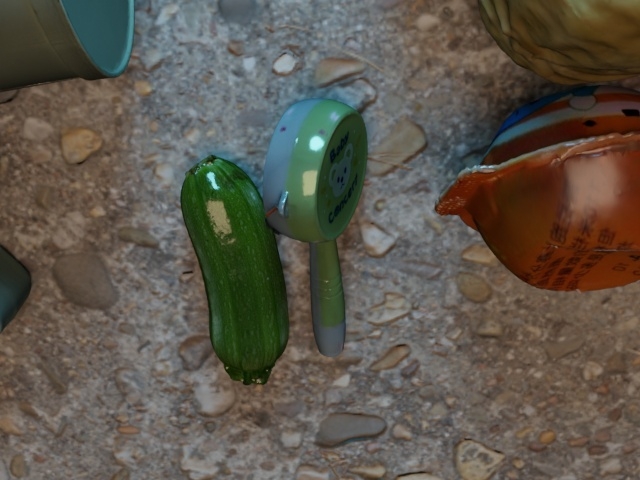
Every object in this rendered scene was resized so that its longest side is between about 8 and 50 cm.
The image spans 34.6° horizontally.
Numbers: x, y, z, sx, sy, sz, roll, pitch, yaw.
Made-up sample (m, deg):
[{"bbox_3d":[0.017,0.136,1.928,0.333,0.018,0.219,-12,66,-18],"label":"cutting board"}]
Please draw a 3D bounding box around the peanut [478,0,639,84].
[{"bbox_3d":[0.228,-0.209,0.636,0.192,0.387,0.169,-36,93,-27],"label":"peanut"}]

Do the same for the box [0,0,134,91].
[{"bbox_3d":[-0.231,-0.212,0.702,0.149,0.226,0.226,-8,114,6],"label":"box"}]

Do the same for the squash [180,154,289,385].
[{"bbox_3d":[-0.071,0.030,0.896,0.077,0.068,0.219,-10,114,-6],"label":"squash"}]

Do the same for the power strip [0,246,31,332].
[{"bbox_3d":[-0.377,0.001,0.857,0.229,0.141,0.261,-37,106,18],"label":"power strip"}]

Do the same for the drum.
[{"bbox_3d":[0.008,-0.016,0.881,0.049,0.130,0.253,13,147,20],"label":"drum"}]

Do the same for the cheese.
[{"bbox_3d":[0.255,-0.036,0.817,0.329,0.129,0.217,-1,160,-11],"label":"cheese"}]
